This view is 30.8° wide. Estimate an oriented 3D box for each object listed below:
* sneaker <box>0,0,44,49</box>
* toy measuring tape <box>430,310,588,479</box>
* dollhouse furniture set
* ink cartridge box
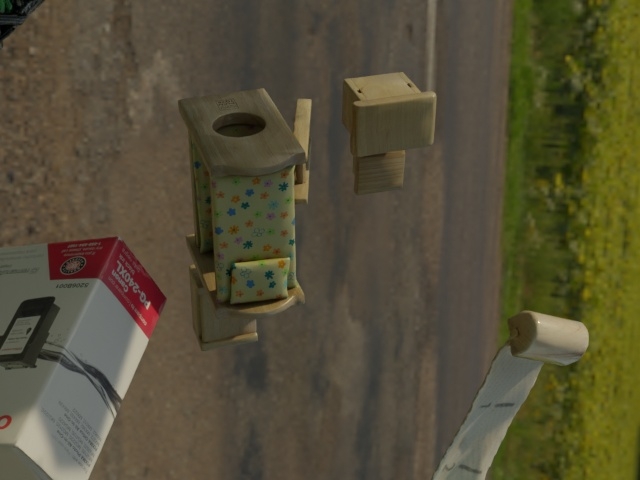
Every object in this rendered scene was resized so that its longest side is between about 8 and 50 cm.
[{"bbox_3d":[-0.198,-0.184,0.740,0.134,0.343,0.146,43,31,-60],"label":"sneaker"},{"bbox_3d":[0.064,0.197,0.589,0.330,0.121,0.121,-64,172,23],"label":"toy measuring tape"},{"bbox_3d":[0.000,0.000,0.762,0.101,0.161,0.182,-120,-155,-53],"label":"dollhouse furniture set"},{"bbox_3d":[-0.172,0.076,0.677,0.063,0.109,0.150,61,35,-39],"label":"ink cartridge box"}]
